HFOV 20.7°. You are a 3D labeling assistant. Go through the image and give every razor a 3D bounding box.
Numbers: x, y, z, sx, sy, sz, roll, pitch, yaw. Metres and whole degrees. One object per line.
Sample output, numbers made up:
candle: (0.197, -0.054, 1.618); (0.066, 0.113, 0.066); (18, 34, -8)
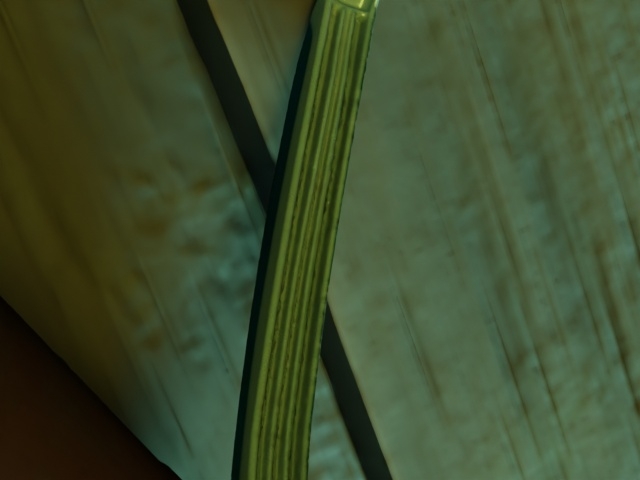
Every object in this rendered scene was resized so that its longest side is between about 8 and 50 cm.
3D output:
razor: (-0.002, 0.000, 0.473); (0.068, 0.037, 0.191); (15, 78, -25)

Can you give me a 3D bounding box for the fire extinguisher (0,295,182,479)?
fire extinguisher: (-0.157, 0.021, 0.414); (0.138, 0.102, 0.344); (-26, 121, 27)
